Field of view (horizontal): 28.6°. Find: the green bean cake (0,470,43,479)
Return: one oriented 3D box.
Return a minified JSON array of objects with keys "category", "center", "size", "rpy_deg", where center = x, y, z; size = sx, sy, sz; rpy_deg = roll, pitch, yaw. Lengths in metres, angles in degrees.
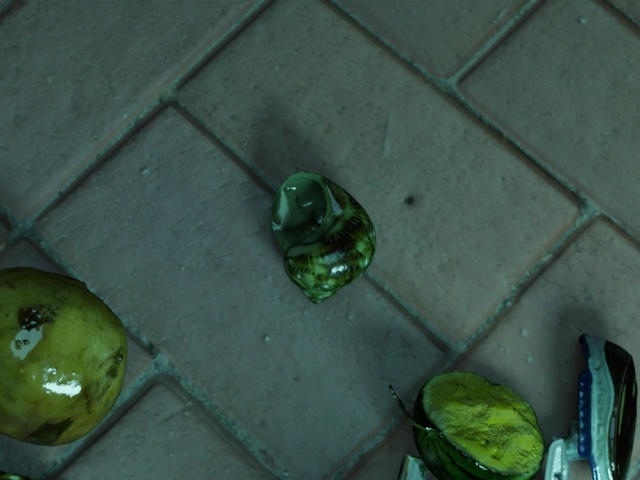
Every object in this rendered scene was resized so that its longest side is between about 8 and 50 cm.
[{"category":"green bean cake","center":[-0.478,0.453,1.832],"size":[0.233,0.124,0.236],"rpy_deg":[11,73,3]}]

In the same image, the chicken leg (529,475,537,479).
[{"category":"chicken leg","center":[0.255,0.403,1.888],"size":[0.178,0.070,0.093],"rpy_deg":[-28,68,-16]}]

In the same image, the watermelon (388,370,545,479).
[{"category":"watermelon","center":[0.219,0.299,1.869],"size":[0.232,0.127,0.204],"rpy_deg":[-7,48,-41]}]

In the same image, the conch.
[{"category":"conch","center":[0.001,0.002,1.988],"size":[0.187,0.124,0.181],"rpy_deg":[25,82,33]}]

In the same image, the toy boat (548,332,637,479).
[{"category":"toy boat","center":[0.412,0.270,1.913],"size":[0.115,0.114,0.262],"rpy_deg":[0,71,33]}]

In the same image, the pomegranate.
[{"category":"pomegranate","center":[-0.423,0.169,1.856],"size":[0.281,0.281,0.281],"rpy_deg":[0,72,0]}]

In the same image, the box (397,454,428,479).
[{"category":"box","center":[0.120,0.426,1.884],"size":[0.041,0.050,0.207],"rpy_deg":[15,73,3]}]

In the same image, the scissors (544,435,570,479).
[{"category":"scissors","center":[0.348,0.412,1.865],"size":[0.118,0.030,0.242],"rpy_deg":[0,93,0]}]
